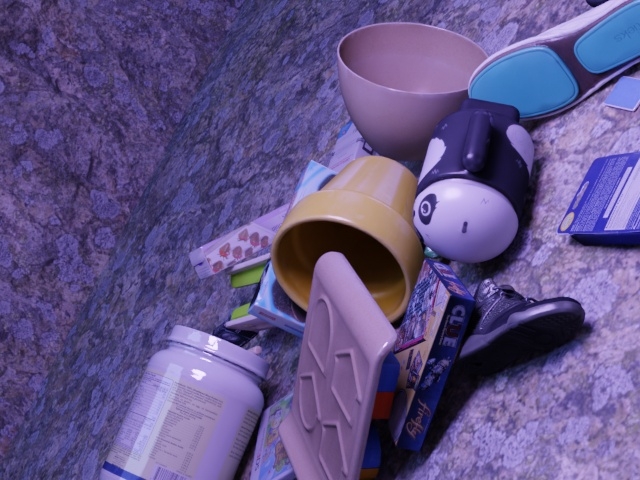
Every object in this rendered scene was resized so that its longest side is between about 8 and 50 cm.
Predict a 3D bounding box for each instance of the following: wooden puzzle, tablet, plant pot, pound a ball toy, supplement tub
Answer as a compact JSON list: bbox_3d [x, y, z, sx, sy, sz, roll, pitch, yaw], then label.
[{"bbox_3d":[0.037,0.234,1.733,0.322,0.080,0.348,-124,44,-61],"label":"wooden puzzle"},{"bbox_3d":[0.470,-0.224,1.684,0.054,0.006,0.083,-56,24,1],"label":"tablet"},{"bbox_3d":[0.071,-0.014,1.920,0.254,0.254,0.239,-35,19,41],"label":"plant pot"},{"bbox_3d":[-0.085,0.144,2.195,0.319,0.135,0.208,-21,66,54],"label":"pound a ball toy"},{"bbox_3d":[0.165,-0.261,2.065,0.284,0.284,0.191,-92,6,-54],"label":"plant pot"},{"bbox_3d":[-0.244,0.344,2.043,0.235,0.235,0.325,-4,61,62],"label":"supplement tub"}]

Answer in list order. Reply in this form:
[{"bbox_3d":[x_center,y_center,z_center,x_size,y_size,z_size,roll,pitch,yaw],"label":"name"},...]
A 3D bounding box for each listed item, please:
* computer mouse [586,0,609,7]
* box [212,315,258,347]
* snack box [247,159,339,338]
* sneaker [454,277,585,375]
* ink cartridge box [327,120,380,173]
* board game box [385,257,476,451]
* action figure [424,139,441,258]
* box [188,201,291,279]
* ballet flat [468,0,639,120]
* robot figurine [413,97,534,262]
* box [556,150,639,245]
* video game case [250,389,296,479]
[{"bbox_3d":[0.532,-0.425,1.796,0.242,0.041,0.071,-3,65,54],"label":"computer mouse"},{"bbox_3d":[-0.181,0.196,2.355,0.083,0.067,0.018,-38,29,36],"label":"box"},{"bbox_3d":[0.008,0.028,2.038,0.060,0.187,0.322,-48,19,60],"label":"snack box"},{"bbox_3d":[0.276,0.098,1.545,0.227,0.087,0.130,-36,37,51],"label":"sneaker"},{"bbox_3d":[0.073,-0.176,2.342,0.104,0.060,0.180,-28,36,48],"label":"ink cartridge box"},{"bbox_3d":[0.152,0.167,1.641,0.165,0.042,0.243,-114,41,-70],"label":"board game box"},{"bbox_3d":[0.204,-0.067,1.893,0.063,0.137,0.232,-1,55,14],"label":"action figure"},{"bbox_3d":[-0.128,-0.014,2.306,0.324,0.063,0.067,-28,4,-35],"label":"box"},{"bbox_3d":[0.417,-0.304,1.771,0.400,0.139,0.139,-24,39,46],"label":"ballet flat"},{"bbox_3d":[0.242,-0.097,1.753,0.173,0.209,0.278,-15,45,40],"label":"robot figurine"},{"bbox_3d":[0.420,-0.059,1.511,0.136,0.036,0.225,-61,17,-10],"label":"box"},{"bbox_3d":[-0.049,0.342,1.955,0.212,0.023,0.193,-39,29,36],"label":"video game case"}]
